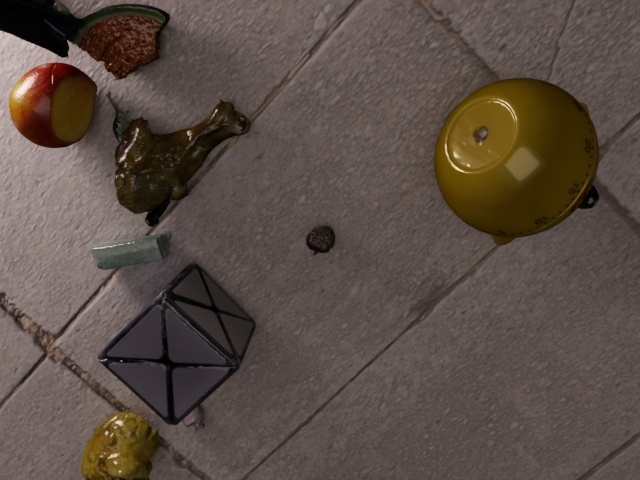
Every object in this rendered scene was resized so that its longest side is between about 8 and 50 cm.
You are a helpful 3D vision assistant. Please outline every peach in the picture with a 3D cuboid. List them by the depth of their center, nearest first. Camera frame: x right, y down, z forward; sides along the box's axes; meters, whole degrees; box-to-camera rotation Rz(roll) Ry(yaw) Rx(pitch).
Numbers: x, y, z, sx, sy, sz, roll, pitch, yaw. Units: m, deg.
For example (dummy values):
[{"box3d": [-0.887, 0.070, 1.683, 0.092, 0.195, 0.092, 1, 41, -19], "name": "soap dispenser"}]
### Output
[{"box3d": [-0.618, -0.316, 1.328, 0.192, 0.190, 0.190, -20, 102, 8], "name": "peach"}]

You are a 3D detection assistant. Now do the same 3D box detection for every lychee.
[{"box3d": [0.000, 0.000, 1.430, 0.067, 0.068, 0.083, 38, 85, -36], "name": "lychee"}]

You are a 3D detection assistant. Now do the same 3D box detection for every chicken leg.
[{"box3d": [-0.360, -0.222, 1.366, 0.361, 0.140, 0.211, -47, 118, 2], "name": "chicken leg"}]

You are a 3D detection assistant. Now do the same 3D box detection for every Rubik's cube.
[{"box3d": [-0.345, 0.254, 1.415, 0.255, 0.260, 0.259, 45, 105, -7], "name": "Rubik's cube"}]

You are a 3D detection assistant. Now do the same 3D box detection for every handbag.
[{"box3d": [-0.693, -0.544, 1.194, 0.325, 0.269, 0.118, 39, 104, 13], "name": "handbag"}]

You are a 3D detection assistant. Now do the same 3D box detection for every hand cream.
[{"box3d": [-0.373, 0.466, 1.582, 0.084, 0.053, 0.142, -37, 84, 10], "name": "hand cream"}]

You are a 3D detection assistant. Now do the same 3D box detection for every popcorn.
[{"box3d": [-0.545, 0.587, 1.538, 0.225, 0.203, 0.201, -24, 113, -9], "name": "popcorn"}]

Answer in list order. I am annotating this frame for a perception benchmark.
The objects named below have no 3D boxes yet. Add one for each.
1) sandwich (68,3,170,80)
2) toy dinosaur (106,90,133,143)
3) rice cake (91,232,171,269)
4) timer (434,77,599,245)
[{"box3d": [-0.456, -0.482, 1.336, 0.235, 0.079, 0.159, -25, 111, 13], "name": "sandwich"}, {"box3d": [-0.489, -0.279, 1.405, 0.058, 0.037, 0.181, -2, 98, 28], "name": "toy dinosaur"}, {"box3d": [-0.489, 0.029, 1.465, 0.206, 0.063, 0.069, -6, 106, 5], "name": "rice cake"}, {"box3d": [0.447, -0.168, 1.250, 0.386, 0.376, 0.376, 16, 110, -46], "name": "timer"}]
